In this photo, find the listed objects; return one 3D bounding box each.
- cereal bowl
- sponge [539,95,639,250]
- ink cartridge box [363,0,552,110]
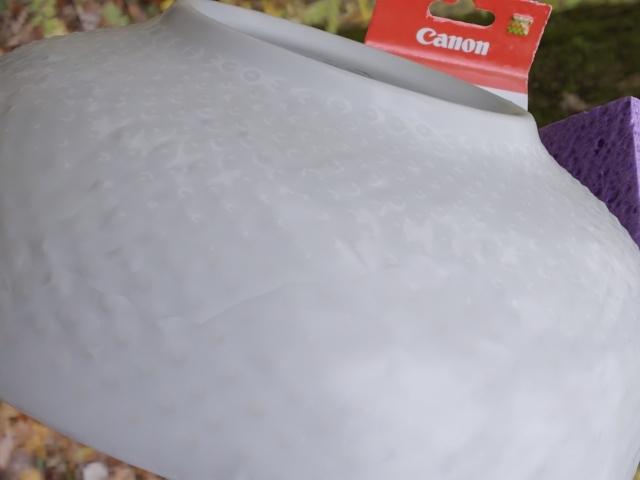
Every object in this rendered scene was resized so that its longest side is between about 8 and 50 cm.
[{"bbox_3d":[-0.004,-0.013,0.606,0.339,0.339,0.141,-2,115,-58],"label":"cereal bowl"},{"bbox_3d":[0.264,-0.022,1.332,0.031,0.117,0.210,14,67,-38],"label":"sponge"},{"bbox_3d":[0.096,-0.105,1.092,0.145,0.179,0.045,8,28,-17],"label":"ink cartridge box"}]
